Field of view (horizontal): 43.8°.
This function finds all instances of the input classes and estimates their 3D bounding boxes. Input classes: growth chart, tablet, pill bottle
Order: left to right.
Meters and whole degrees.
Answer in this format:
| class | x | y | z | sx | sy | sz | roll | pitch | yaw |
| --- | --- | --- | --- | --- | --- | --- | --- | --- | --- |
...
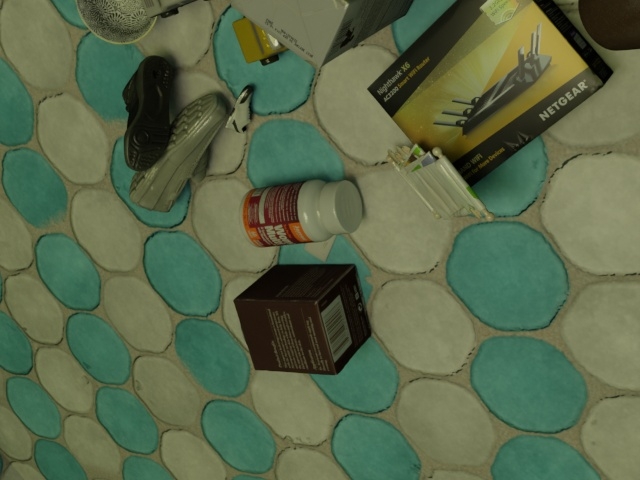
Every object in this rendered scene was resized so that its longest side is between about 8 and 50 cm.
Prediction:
| class | x | y | z | sx | sy | sz | roll | pitch | yaw |
| --- | --- | --- | --- | --- | --- | --- | --- | --- | --- |
| pill bottle | -0.039 | -0.053 | 1.536 | 0.221 | 0.121 | 0.121 | -6 | 111 | 34 |
| tablet | 0.000 | 0.000 | 1.614 | 0.054 | 0.006 | 0.083 | 32 | 126 | 14 |
| growth chart | 0.192 | -0.098 | 1.353 | 0.172 | 0.021 | 0.237 | 52 | 170 | -10 |

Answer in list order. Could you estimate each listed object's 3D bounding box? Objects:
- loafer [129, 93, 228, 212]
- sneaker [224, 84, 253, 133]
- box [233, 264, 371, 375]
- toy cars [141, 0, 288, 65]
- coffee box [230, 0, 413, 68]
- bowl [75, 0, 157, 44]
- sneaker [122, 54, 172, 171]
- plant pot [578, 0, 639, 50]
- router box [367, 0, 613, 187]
| class | x | y | z | sx | sy | sz | roll | pitch | yaw |
| --- | --- | --- | --- | --- | --- | --- | --- | --- | --- |
| loafer | -0.278 | -0.174 | 1.642 | 0.111 | 0.112 | 0.319 | 26 | 130 | -29 |
| sneaker | -0.149 | -0.256 | 1.555 | 0.043 | 0.040 | 0.109 | 27 | 131 | -4 |
| box | -0.033 | 0.156 | 1.613 | 0.203 | 0.167 | 0.169 | -1 | 114 | 32 |
| toy cars | -0.166 | -0.416 | 1.409 | 0.393 | 0.087 | 0.177 | 26 | 116 | 7 |
| coffee box | 0.027 | -0.394 | 1.203 | 0.168 | 0.297 | 0.119 | 37 | 133 | 8 |
| bowl | -0.379 | -0.470 | 1.537 | 0.170 | 0.080 | 0.170 | 3 | 110 | 9 |
| sneaker | -0.355 | -0.250 | 1.608 | 0.130 | 0.087 | 0.228 | -178 | 93 | -67 |
| plant pot | 0.459 | -0.345 | 1.039 | 0.215 | 0.215 | 0.230 | 56 | 153 | -5 |
| router box | 0.262 | -0.255 | 1.273 | 0.243 | 0.081 | 0.309 | 49 | 129 | 0 |
